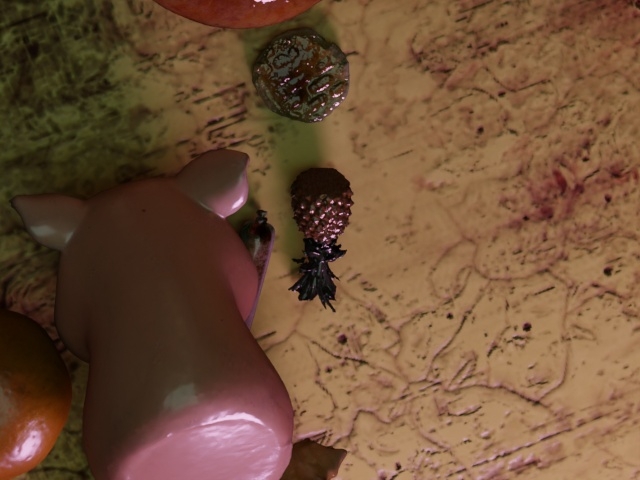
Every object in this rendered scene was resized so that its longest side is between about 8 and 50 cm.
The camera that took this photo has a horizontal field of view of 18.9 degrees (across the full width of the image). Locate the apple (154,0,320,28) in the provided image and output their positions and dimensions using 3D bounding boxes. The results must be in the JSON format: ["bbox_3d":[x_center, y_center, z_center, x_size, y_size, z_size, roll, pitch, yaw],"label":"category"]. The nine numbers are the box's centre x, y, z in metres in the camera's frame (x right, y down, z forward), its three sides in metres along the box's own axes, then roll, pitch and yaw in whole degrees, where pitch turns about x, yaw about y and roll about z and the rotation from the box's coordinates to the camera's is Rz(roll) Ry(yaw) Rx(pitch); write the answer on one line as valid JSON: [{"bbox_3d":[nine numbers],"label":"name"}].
[{"bbox_3d":[-0.064,-0.266,1.466,0.211,0.188,0.211,-5,112,-13],"label":"apple"}]

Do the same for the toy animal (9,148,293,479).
[{"bbox_3d":[-0.120,0.083,1.576,0.195,0.256,0.213,-16,157,-9],"label":"toy animal"}]

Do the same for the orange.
[{"bbox_3d":[-0.287,0.127,1.596,0.159,0.136,0.159,-2,103,-9],"label":"orange"}]

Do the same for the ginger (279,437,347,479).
[{"bbox_3d":[-0.074,0.278,1.689,0.267,0.138,0.152,-32,124,2],"label":"ginger"}]

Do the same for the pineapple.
[{"bbox_3d":[0.000,0.000,1.656,0.058,0.058,0.124,-4,124,-9],"label":"pineapple"}]

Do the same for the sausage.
[{"bbox_3d":[-0.084,0.098,1.679,0.033,0.033,0.269,12,107,-15],"label":"sausage"}]

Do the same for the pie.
[{"bbox_3d":[-0.015,-0.137,1.611,0.084,0.020,0.084,-3,110,-9],"label":"pie"}]
